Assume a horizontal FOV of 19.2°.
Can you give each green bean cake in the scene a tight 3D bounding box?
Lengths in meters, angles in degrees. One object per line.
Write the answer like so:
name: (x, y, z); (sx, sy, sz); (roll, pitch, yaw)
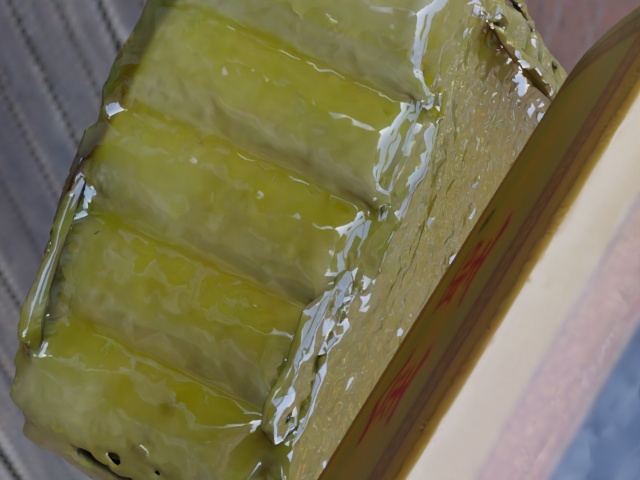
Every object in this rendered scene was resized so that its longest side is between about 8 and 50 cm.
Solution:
green bean cake: (0.000, 0.000, 0.726); (0.229, 0.131, 0.224); (-67, 157, -1)

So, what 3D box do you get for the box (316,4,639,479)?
box: (0.131, 0.098, 0.384); (0.174, 0.274, 0.076); (-57, -174, -22)
